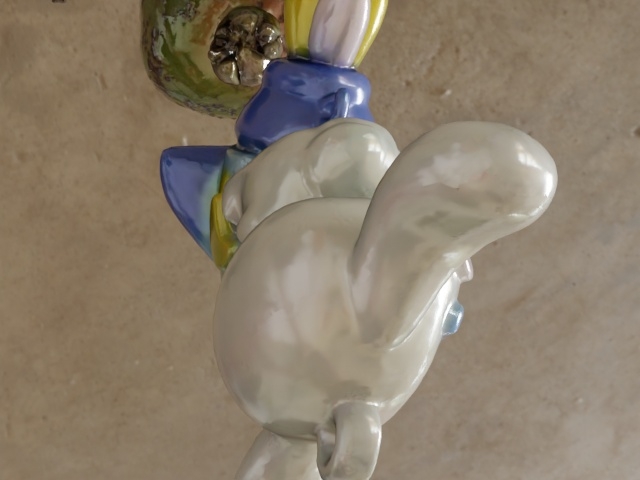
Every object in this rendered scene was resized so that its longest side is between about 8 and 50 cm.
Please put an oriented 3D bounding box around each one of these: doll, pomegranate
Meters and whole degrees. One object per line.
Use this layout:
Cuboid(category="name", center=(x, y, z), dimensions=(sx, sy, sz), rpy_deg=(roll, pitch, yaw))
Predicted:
Cuboid(category="doll", center=(0.007, 0.003, 0.656), dimensions=(0.187, 0.366, 0.376), rpy_deg=(26, 123, -30))
Cuboid(category="pomegranate", center=(-0.098, -0.277, 1.255), dimensions=(0.285, 0.341, 0.285), rpy_deg=(-4, 112, -9))

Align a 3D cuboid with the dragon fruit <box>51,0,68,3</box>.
Cuboid(category="dragon fruit", center=(-0.345, -0.443, 1.076), dimensions=(0.386, 0.371, 0.249), rpy_deg=(8, 166, 8))
